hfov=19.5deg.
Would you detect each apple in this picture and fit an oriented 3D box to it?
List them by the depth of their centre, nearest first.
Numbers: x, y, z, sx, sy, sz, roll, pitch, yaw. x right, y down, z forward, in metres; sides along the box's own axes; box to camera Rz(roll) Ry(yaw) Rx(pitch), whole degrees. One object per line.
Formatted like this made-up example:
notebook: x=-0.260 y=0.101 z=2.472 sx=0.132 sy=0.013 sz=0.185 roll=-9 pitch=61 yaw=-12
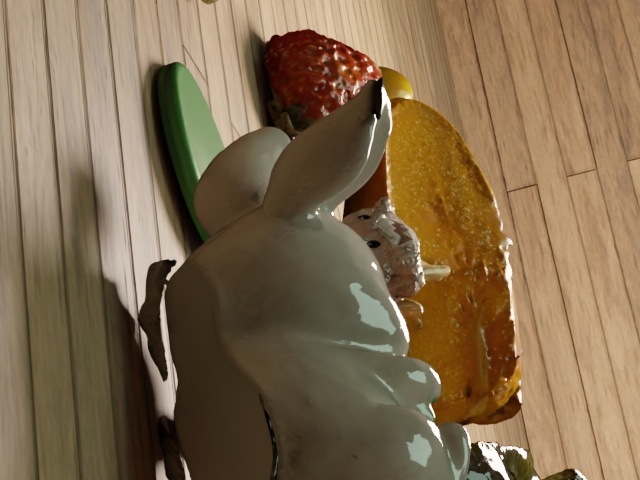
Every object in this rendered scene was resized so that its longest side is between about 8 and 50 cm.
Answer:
apple: x=0.062 y=-0.145 z=2.144 sx=0.099 sy=0.102 sz=0.114 roll=-48 pitch=124 yaw=-80

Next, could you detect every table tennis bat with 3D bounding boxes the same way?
table tennis bat: x=-0.075 y=-0.013 z=1.399 sx=0.160 sy=0.039 sz=0.257 roll=35 pitch=36 yaw=-76

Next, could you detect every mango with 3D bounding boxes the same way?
mango: x=0.104 y=0.023 z=1.912 sx=0.201 sy=0.199 sz=0.350 roll=2 pitch=70 yaw=-54

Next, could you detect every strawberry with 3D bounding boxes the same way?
strawberry: x=0.015 y=-0.135 z=1.856 sx=0.236 sy=0.106 sz=0.175 roll=-82 pitch=156 yaw=-67

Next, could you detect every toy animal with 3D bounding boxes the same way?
toy animal: x=-0.012 y=0.066 z=1.152 sx=0.154 sy=0.208 sz=0.325 roll=6 pitch=76 yaw=-37

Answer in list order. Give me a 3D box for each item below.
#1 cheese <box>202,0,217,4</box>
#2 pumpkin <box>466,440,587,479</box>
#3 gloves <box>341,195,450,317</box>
cheese: x=-0.106 y=-0.233 z=1.550 sx=0.044 sy=0.030 sz=0.083 roll=57 pitch=3 yaw=33
pumpkin: x=0.117 y=0.245 z=1.543 sx=0.317 sy=0.221 sz=0.139 roll=39 pitch=39 yaw=-72
gloves: x=0.030 y=0.027 z=1.602 sx=0.110 sy=0.144 sz=0.094 roll=54 pitch=-8 yaw=45
